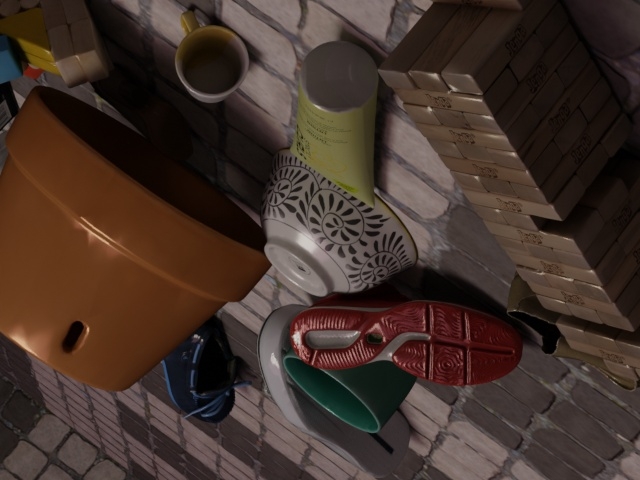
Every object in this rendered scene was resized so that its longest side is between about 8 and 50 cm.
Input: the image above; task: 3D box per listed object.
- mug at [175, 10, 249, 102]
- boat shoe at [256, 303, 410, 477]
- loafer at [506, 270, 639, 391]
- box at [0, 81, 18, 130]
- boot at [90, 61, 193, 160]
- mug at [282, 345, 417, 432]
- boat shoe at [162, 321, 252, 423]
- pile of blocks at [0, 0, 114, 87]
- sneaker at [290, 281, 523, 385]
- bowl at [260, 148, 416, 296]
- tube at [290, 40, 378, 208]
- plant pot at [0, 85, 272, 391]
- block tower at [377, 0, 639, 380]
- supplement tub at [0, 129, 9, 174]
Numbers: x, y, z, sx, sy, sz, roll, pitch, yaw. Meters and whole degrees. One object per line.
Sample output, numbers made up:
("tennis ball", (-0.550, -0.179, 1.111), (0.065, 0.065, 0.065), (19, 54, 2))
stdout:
("mug", (-0.093, -0.154, 1.406), (0.062, 0.078, 0.064), (6, 171, -4))
("boat shoe", (-0.010, 0.176, 1.896), (0.119, 0.121, 0.335), (19, 156, 35))
("loafer", (0.213, 0.082, 1.368), (0.148, 0.050, 0.056), (39, 162, -1))
("box", (-0.464, -0.221, 1.863), (0.184, 0.103, 0.261), (37, 162, 13))
("boot", (-0.184, -0.133, 1.642), (0.087, 0.042, 0.118), (26, 157, 51))
("mug", (0.034, 0.127, 1.738), (0.129, 0.097, 0.157), (44, 162, -17))
("boat shoe", (-0.160, 0.189, 2.239), (0.089, 0.109, 0.258), (25, 160, 27))
("pile of blocks", (-0.348, -0.205, 1.601), (0.362, 0.149, 0.113), (28, 159, 28))
("sneaker", (0.092, 0.072, 1.564), (0.221, 0.128, 0.087), (7, 113, 14))
("bowl", (0.000, 0.000, 1.533), (0.170, 0.080, 0.170), (33, 161, 13))
("tube", (0.013, -0.088, 1.344), (0.240, 0.062, 0.070), (94, 163, -74))
("plant pot", (-0.216, 0.010, 1.608), (0.291, 0.203, 0.291), (36, -173, -5))
("block tower", (0.165, -0.038, 1.112), (0.091, 0.097, 0.335), (15, 149, 49))
("supplement tub", (-0.327, -0.030, 1.977), (0.199, 0.144, 0.144), (36, 161, 10))
